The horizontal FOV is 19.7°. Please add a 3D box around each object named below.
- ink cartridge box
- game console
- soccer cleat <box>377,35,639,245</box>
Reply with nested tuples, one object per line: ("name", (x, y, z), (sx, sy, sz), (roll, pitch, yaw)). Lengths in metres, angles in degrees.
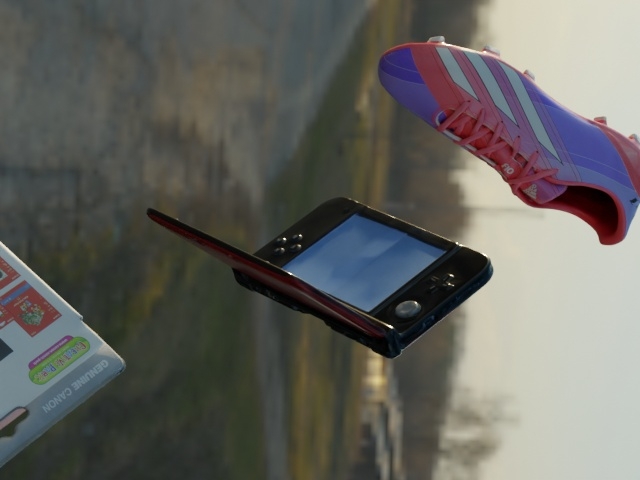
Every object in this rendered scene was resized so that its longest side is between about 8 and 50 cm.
("ink cartridge box", (-0.393, 0.145, 1.792), (0.309, 0.272, 0.130), (-38, 162, -39))
("game console", (0.000, 0.000, 1.006), (0.144, 0.124, 0.085), (25, -37, 47))
("soccer cleat", (0.155, -0.081, 1.472), (0.083, 0.248, 0.095), (-38, -146, 53))
